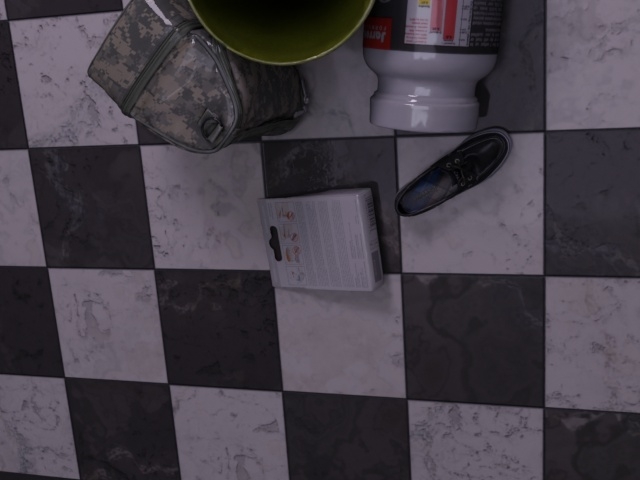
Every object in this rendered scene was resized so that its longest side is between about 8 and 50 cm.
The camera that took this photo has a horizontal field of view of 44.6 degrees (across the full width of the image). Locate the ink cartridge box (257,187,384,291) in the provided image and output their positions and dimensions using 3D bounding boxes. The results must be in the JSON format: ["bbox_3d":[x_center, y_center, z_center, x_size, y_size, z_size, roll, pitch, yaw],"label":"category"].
[{"bbox_3d":[0.000,0.000,1.436,0.225,0.056,0.180,0,106,36],"label":"ink cartridge box"}]

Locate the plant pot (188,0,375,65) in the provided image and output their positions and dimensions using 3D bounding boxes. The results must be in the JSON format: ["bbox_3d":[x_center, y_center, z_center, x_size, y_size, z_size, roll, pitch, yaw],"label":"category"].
[{"bbox_3d":[-0.044,-0.427,1.178,0.275,0.293,0.274,1,113,4],"label":"plant pot"}]

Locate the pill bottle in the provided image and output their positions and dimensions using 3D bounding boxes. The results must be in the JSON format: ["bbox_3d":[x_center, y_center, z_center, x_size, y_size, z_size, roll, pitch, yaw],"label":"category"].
[{"bbox_3d":[0.172,-0.356,1.191,0.210,0.210,0.362,7,106,15],"label":"pill bottle"}]

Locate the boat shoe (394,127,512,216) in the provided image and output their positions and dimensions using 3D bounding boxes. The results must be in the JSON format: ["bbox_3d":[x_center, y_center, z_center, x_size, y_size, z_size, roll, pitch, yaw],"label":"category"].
[{"bbox_3d":[0.218,-0.109,1.316,0.229,0.076,0.080,-29,95,22],"label":"boat shoe"}]

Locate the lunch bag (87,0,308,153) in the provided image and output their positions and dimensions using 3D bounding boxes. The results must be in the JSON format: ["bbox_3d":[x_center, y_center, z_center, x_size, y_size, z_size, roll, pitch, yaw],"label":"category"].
[{"bbox_3d":[-0.174,-0.265,1.274,0.256,0.305,0.212,47,115,4],"label":"lunch bag"}]
